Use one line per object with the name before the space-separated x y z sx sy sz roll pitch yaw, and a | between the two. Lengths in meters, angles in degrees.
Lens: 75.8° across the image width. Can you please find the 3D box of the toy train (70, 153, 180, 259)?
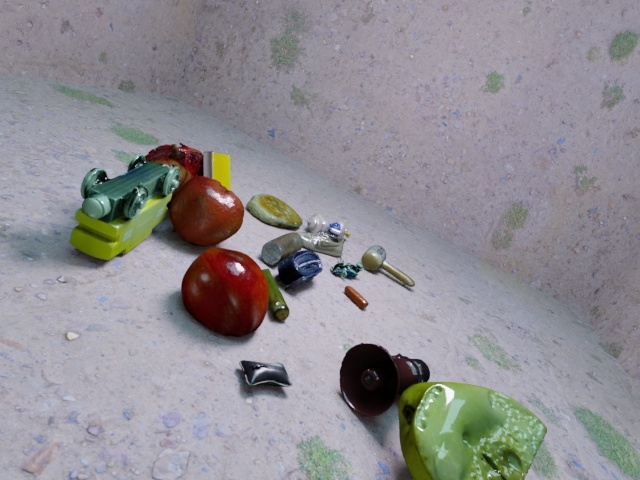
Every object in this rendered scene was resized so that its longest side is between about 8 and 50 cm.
toy train | -0.619 -0.114 1.334 0.179 0.272 0.442 24 24 -3

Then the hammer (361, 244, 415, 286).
hammer | 0.361 0.145 2.139 0.305 0.113 0.202 35 24 9

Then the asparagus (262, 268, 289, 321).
asparagus | -0.175 0.180 1.461 0.067 0.060 0.278 2 29 -28

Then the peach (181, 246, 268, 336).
peach | -0.274 0.155 1.237 0.248 0.245 0.275 -31 66 -33

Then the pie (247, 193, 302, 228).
pie | -0.235 -0.150 2.190 0.323 0.070 0.323 26 22 -11

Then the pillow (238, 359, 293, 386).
pillow | -0.145 0.352 1.087 0.135 0.055 0.091 17 -10 -32

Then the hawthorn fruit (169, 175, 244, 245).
hawthorn fruit | -0.443 -0.105 1.571 0.275 0.299 0.275 58 9 -14

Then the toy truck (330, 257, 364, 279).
toy truck | 0.129 0.142 1.903 0.154 0.080 0.078 12 46 -33

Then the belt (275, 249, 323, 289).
belt | -0.090 0.117 1.645 0.218 0.128 0.122 -11 71 -61

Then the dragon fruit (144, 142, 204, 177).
dragon fruit | -0.730 -0.344 1.945 0.330 0.302 0.240 3 59 -5

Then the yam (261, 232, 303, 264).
yam | -0.162 0.029 1.783 0.106 0.106 0.259 31 18 12

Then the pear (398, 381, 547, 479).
pear | 0.316 0.490 0.988 0.318 0.238 0.342 41 51 19

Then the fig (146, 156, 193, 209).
fig | -0.628 -0.214 1.657 0.235 0.235 0.214 -5 63 -55

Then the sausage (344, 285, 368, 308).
sausage | 0.149 0.237 1.736 0.039 0.041 0.131 8 27 -47

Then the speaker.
speaker | 0.252 0.428 1.212 0.329 0.198 0.259 19 7 -43

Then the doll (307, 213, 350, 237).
doll | 0.041 -0.070 2.268 0.293 0.119 0.138 16 14 -40

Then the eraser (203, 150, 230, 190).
eraser | -0.514 -0.323 2.047 0.069 0.226 0.158 3 7 19

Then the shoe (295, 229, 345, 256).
shoe | 0.000 0.000 2.061 0.274 0.098 0.103 15 19 -25
